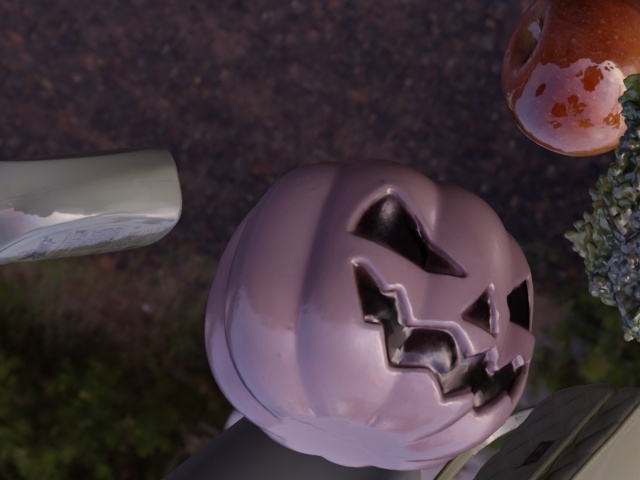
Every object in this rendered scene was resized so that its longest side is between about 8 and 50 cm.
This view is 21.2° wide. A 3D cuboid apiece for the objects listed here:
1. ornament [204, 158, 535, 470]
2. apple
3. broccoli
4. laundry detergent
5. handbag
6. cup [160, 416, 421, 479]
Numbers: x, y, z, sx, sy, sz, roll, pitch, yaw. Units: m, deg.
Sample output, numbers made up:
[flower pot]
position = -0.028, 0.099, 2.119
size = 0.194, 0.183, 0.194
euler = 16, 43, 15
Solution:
[ornament]
position = 0.029, 0.035, 0.920
size = 0.177, 0.177, 0.177
euler = 24, 157, 11
[apple]
position = 0.301, -0.194, 1.940
size = 0.162, 0.201, 0.201
euler = 23, 159, -15
[broccoli]
position = 0.324, -0.009, 1.369
size = 0.235, 0.288, 0.260
euler = 1, -152, -28
[laundry detergent]
position = -0.306, -0.028, 1.789
size = 0.280, 0.105, 0.215
euler = -10, 174, -30
[handbag]
position = 0.179, 0.222, 1.572
size = 0.219, 0.256, 0.079
euler = -7, 117, 49
[cup]
position = -0.040, 0.273, 1.676
size = 0.205, 0.312, 0.205
euler = 12, 116, 27
